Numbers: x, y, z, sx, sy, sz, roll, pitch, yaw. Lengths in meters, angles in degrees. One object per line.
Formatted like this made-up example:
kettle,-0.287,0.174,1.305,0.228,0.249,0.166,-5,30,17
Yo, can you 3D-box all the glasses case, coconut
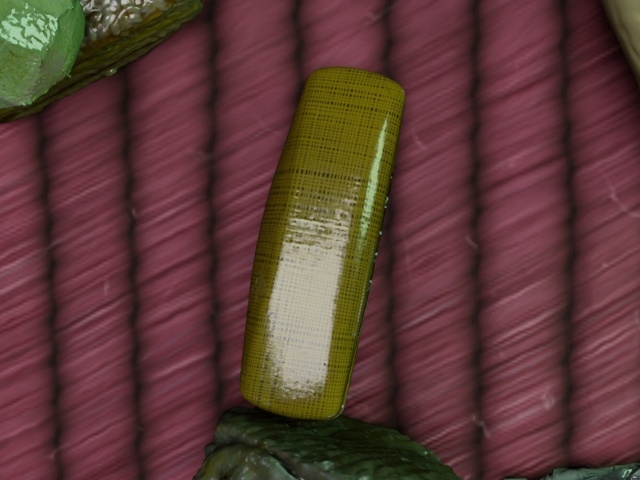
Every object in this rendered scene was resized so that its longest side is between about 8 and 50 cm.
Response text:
glasses case,0.000,0.000,0.551,0.079,0.064,0.234,11,84,10
coconut,-0.177,-0.113,0.453,0.081,0.082,0.083,32,117,-11

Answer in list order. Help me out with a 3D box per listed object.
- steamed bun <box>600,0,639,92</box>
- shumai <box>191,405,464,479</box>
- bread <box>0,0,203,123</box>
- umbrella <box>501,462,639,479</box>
steamed bun,0.303,-0.174,0.459,0.273,0.166,0.232,-32,86,46
shumai,0.000,0.191,0.523,0.184,0.184,0.142,14,91,2
bread,-0.207,-0.211,0.537,0.184,0.110,0.234,-27,95,2
umbrella,0.222,0.178,0.576,0.188,0.046,0.050,-6,52,4
